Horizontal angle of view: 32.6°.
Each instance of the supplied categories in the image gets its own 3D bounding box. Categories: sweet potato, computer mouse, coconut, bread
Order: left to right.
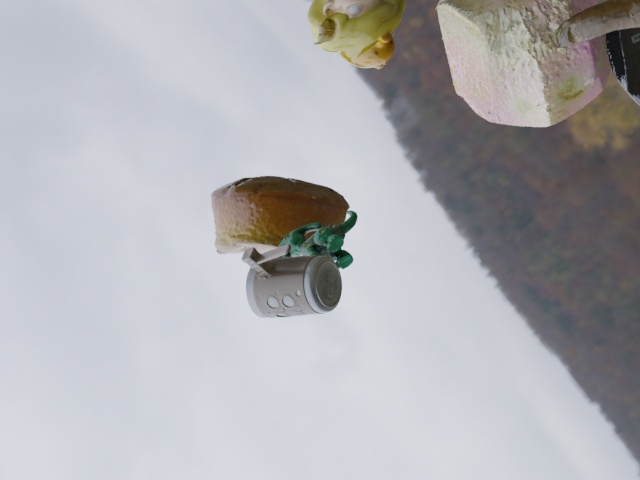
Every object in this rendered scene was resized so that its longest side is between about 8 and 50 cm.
[{"bbox_3d":[-0.069,-0.039,1.907,0.269,0.195,0.143,10,-99,-46],"label":"bread"},{"bbox_3d":[0.296,-0.278,1.572,0.233,0.233,0.245,-114,-2,-49],"label":"coconut"},{"bbox_3d":[0.449,-0.264,1.527,0.057,0.099,0.172,-143,32,-76],"label":"computer mouse"},{"bbox_3d":[0.441,-0.316,1.308,0.108,0.346,0.079,-9,-101,-46],"label":"sweet potato"}]

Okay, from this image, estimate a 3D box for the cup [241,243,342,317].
[{"bbox_3d":[-0.034,0.042,1.313,0.074,0.099,0.102,-42,-60,-51],"label":"cup"}]

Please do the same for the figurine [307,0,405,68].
[{"bbox_3d":[0.044,-0.332,1.453,0.131,0.156,0.246,46,157,32],"label":"figurine"}]

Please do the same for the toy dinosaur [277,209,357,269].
[{"bbox_3d":[0.000,0.000,1.569,0.096,0.132,0.059,47,169,47],"label":"toy dinosaur"}]
